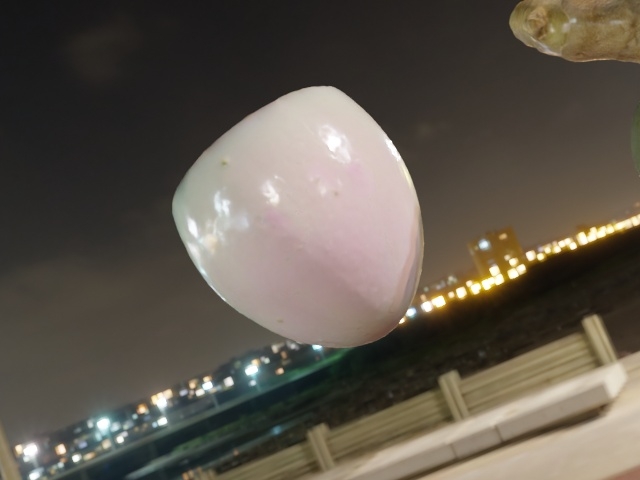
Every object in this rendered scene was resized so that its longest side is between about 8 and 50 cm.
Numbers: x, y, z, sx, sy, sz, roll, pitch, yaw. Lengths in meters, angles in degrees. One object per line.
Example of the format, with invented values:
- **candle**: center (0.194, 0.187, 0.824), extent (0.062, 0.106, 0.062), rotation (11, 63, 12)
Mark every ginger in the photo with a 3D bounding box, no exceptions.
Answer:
- **ginger**: center (0.444, -0.345, 1.520), extent (0.189, 0.127, 0.354), rotation (-10, 15, -43)

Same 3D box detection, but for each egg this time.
- **egg**: center (0.000, 0.000, 1.440), extent (0.354, 0.340, 0.354), rotation (-34, -16, -11)

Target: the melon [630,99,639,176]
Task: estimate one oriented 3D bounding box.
- **melon**: center (0.594, -0.148, 1.397), extent (0.330, 0.269, 0.268), rotation (-10, -13, -35)
